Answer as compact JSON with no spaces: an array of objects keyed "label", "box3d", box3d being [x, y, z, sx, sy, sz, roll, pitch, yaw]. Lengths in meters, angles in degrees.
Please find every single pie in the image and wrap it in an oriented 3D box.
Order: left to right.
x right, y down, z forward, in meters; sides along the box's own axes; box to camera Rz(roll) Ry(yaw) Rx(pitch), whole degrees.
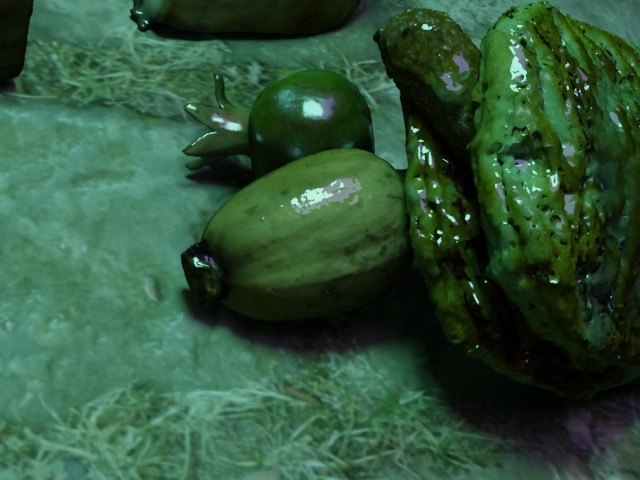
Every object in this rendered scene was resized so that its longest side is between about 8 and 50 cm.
[{"label":"pie","box3d":[0.254,-0.049,1.352,0.418,0.180,0.395,-1,76,-47]}]

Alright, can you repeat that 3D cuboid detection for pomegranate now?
[{"label":"pomegranate","box3d":[-0.039,-0.103,1.419,0.191,0.152,0.131,3,45,10]}]

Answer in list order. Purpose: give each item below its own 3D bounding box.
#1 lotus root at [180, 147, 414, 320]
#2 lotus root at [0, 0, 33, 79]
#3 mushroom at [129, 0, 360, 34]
[{"label":"lotus root","box3d":[0.000,0.000,1.307,0.257,0.154,0.140,-21,31,-18]},{"label":"lotus root","box3d":[-0.394,-0.262,1.402,0.180,0.188,0.199,-11,52,-25]},{"label":"mushroom","box3d":[-0.031,-0.435,1.593,0.313,0.397,0.224,2,45,-26]}]
